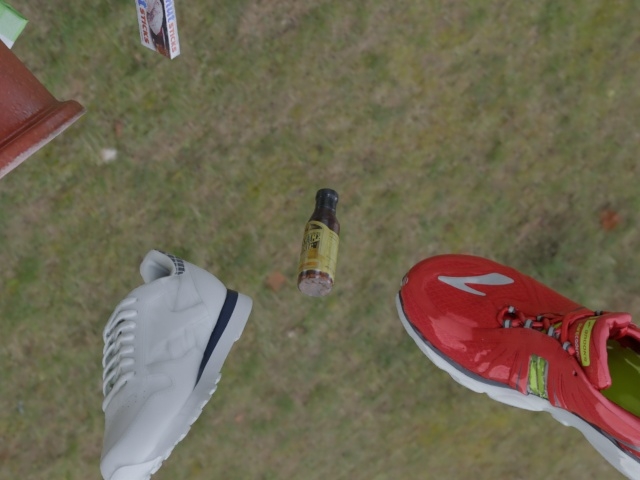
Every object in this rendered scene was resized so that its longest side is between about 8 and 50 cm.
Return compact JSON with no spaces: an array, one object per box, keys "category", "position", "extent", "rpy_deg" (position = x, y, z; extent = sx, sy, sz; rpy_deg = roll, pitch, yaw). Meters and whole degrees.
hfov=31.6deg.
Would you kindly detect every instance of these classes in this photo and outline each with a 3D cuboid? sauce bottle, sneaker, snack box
[{"category":"sauce bottle","position":[0.000,0.000,1.245],"extent":[0.042,0.128,0.042],"rpy_deg":[4,143,3]},{"category":"sneaker","position":[0.186,0.076,0.831],"extent":[0.107,0.279,0.118],"rpy_deg":[-55,162,-22]},{"category":"snack box","position":[-0.237,-0.347,1.611],"extent":[0.022,0.064,0.178],"rpy_deg":[-40,146,-32]},{"category":"sneaker","position":[-0.130,0.096,0.859],"extent":[0.095,0.235,0.090],"rpy_deg":[39,119,-12]}]

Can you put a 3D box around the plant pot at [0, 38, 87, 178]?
[{"category":"plant pot","position":[-0.289,-0.083,0.476],"extent":[0.272,0.272,0.265],"rpy_deg":[-37,103,-7]}]

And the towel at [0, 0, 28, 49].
[{"category":"towel","position":[-0.409,-0.222,1.253],"extent":[0.113,0.023,0.152],"rpy_deg":[36,112,-20]}]
